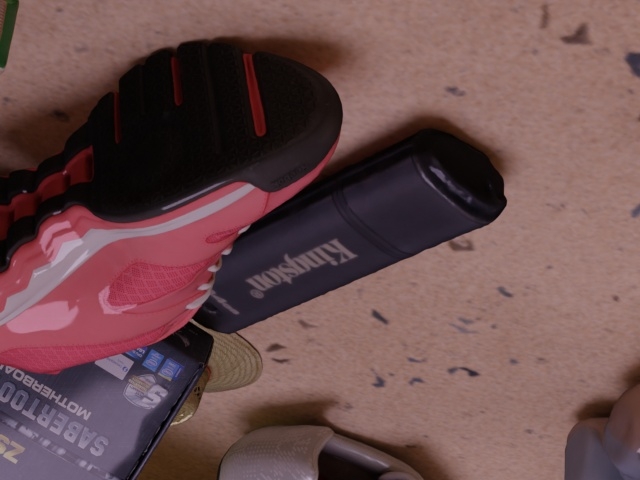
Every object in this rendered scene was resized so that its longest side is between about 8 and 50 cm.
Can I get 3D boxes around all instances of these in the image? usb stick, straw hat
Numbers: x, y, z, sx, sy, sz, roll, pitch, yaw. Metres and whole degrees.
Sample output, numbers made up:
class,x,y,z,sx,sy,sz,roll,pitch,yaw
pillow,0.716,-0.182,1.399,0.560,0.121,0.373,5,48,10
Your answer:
class,x,y,z,sx,sy,sz,roll,pitch,yaw
usb stick,0.000,0.000,1.007,0.077,0.045,0.278,31,145,-28
straw hat,-0.120,0.106,1.208,0.144,0.061,0.144,10,149,6

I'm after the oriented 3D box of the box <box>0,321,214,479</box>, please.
class,x,y,z,sx,sy,sz,roll,pitch,yaw
box,-0.216,0.088,1.087,0.233,0.059,0.183,32,107,-6

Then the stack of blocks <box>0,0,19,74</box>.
class,x,y,z,sx,sy,sz,roll,pitch,yaw
stack of blocks,-0.255,-0.094,0.792,0.087,0.171,0.297,27,138,-31

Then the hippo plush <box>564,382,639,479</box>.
class,x,y,z,sx,sy,sz,roll,pitch,yaw
hippo plush,0.296,0.249,1.093,0.237,0.294,0.234,11,171,-11

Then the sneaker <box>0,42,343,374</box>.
class,x,y,z,sx,sy,sz,roll,pitch,yaw
sneaker,-0.101,-0.008,0.950,0.314,0.116,0.136,-25,138,27

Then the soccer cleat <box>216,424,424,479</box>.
class,x,y,z,sx,sy,sz,roll,pitch,yaw
soccer cleat,0.064,0.252,1.316,0.331,0.116,0.143,34,143,-29
